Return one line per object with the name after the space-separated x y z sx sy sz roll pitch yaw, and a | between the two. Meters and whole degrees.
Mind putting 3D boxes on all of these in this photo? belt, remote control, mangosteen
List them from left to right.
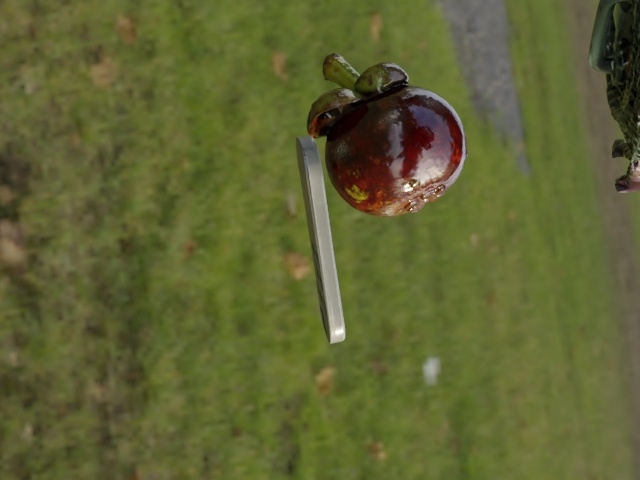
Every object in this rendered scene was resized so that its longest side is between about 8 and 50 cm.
0.000 0.000 1.877 0.077 0.022 0.245 -120 -160 -70 | remote control
0.072 -0.117 1.696 0.156 0.145 0.181 5 74 -62 | mangosteen
0.305 -0.178 1.385 0.295 0.160 0.207 83 7 -68 | belt
